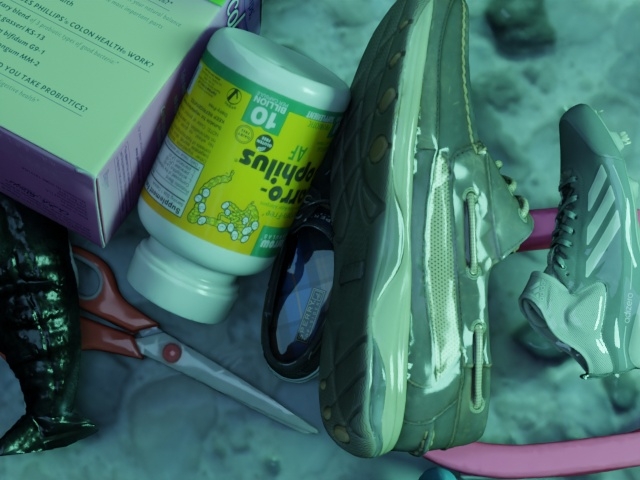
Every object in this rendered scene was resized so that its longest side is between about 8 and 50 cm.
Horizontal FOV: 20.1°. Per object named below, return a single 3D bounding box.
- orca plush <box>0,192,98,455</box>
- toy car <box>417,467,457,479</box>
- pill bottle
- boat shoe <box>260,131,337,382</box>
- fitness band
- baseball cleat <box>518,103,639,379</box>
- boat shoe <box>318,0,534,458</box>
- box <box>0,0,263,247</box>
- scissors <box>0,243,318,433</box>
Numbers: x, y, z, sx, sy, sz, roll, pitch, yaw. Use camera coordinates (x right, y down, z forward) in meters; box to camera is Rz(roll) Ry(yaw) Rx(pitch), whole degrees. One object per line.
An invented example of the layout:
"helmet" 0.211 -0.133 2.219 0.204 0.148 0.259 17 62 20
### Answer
"orca plush" -0.264 0.028 1.438 0.151 0.102 0.287 -5 80 9
"toy car" 0.100 0.250 1.363 0.136 0.159 0.182 -30 79 -32
"pill bottle" -0.070 -0.047 1.389 0.117 0.117 0.208 29 104 11
"boat shoe" 0.000 0.000 1.431 0.080 0.076 0.228 19 86 11
"fitness band" 0.175 0.079 1.406 0.291 0.054 0.209 -6 82 7
"baseball cleat" 0.192 0.001 1.349 0.109 0.072 0.206 -13 77 -11
"boat shoe" 0.083 -0.011 1.360 0.130 0.132 0.355 8 86 -19
"box" -0.196 -0.157 1.421 0.213 0.117 0.243 28 65 11
"scissors" -0.133 0.075 1.470 0.297 0.021 0.109 13 83 12
